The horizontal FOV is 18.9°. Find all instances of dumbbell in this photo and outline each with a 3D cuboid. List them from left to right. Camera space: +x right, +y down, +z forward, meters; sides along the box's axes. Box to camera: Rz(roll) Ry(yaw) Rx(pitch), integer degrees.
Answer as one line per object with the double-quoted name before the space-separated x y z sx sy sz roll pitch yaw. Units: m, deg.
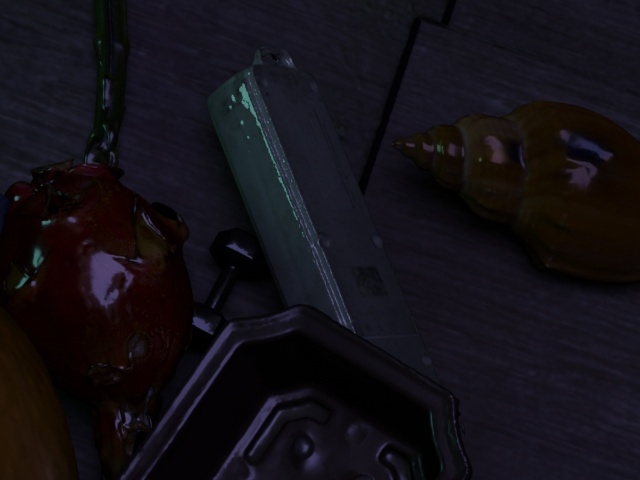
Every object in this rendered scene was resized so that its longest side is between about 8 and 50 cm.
"dumbbell" -0.065 0.033 1.249 0.036 0.040 0.083 12 62 29

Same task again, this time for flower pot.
"flower pot" -0.029 0.176 1.130 0.179 0.084 0.251 30 76 20

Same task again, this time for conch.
"conch" 0.207 -0.031 1.293 0.330 0.093 0.109 11 60 -6

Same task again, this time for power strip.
"power strip" 0.000 0.000 1.251 0.078 0.052 0.272 1 61 -52

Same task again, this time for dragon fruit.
"dragon fruit" -0.132 0.068 1.193 0.125 0.125 0.246 -9 88 -15

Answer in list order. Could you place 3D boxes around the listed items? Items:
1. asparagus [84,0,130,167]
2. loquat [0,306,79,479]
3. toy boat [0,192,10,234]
"asparagus" -0.147 -0.110 1.298 0.034 0.027 0.236 3 68 -4
"loquat" -0.286 0.144 1.015 0.328 0.328 0.328 4 68 -9
"toy boat" -0.333 -0.020 1.168 0.283 0.127 0.078 8 67 2
